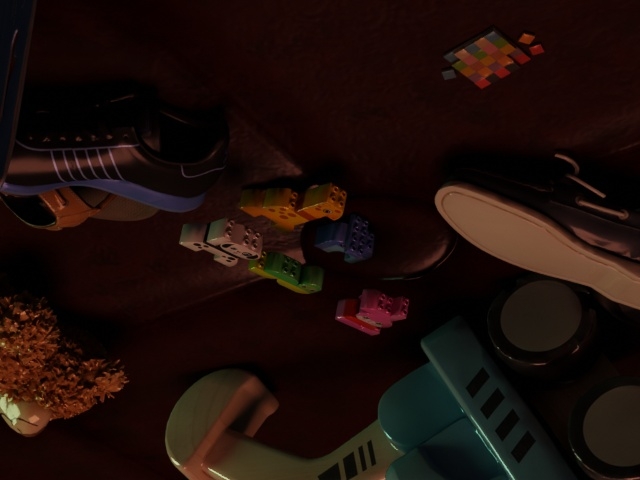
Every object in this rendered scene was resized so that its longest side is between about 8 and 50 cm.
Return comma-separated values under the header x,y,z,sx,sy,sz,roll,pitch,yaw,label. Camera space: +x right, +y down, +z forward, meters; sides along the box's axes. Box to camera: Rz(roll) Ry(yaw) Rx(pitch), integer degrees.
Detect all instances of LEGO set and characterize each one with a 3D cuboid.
x,y,z,sx,sy,sz,roll,pitch,yaw,label
0.000,0.000,1.271,0.227,0.087,0.093,26,153,-33,LEGO set

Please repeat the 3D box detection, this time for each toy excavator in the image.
x,y,z,sx,sy,sz,roll,pitch,yaw,label
0.101,0.218,1.448,0.445,0.433,0.222,-33,142,-2,toy excavator

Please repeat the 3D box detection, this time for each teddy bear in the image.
x,y,z,sx,sy,sz,roll,pitch,yaw,label
-0.349,0.098,1.401,0.245,0.113,0.338,-10,145,18,teddy bear

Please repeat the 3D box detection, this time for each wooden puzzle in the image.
x,y,z,sx,sy,sz,roll,pitch,yaw,label
0.132,-0.144,1.132,0.083,0.006,0.049,-28,138,34,wooden puzzle

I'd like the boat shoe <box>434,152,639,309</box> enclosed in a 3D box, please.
x,y,z,sx,sy,sz,roll,pitch,yaw,label
0.225,-0.014,1.255,0.255,0.079,0.095,21,157,-1,boat shoe

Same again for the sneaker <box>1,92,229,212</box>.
x,y,z,sx,sy,sz,roll,pitch,yaw,label
-0.187,-0.085,1.162,0.232,0.081,0.090,7,143,-22,sneaker

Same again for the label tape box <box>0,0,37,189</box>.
x,y,z,sx,sy,sz,roll,pitch,yaw,label
-0.322,-0.062,1.035,0.115,0.249,0.348,18,142,-26,label tape box

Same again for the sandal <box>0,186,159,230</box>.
x,y,z,sx,sy,sz,roll,pitch,yaw,label
-0.242,-0.045,1.230,0.219,0.060,0.090,13,144,-18,sandal

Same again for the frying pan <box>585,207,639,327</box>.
x,y,z,sx,sy,sz,roll,pitch,yaw,label
0.325,0.065,1.414,0.197,0.053,0.326,10,142,-13,frying pan
